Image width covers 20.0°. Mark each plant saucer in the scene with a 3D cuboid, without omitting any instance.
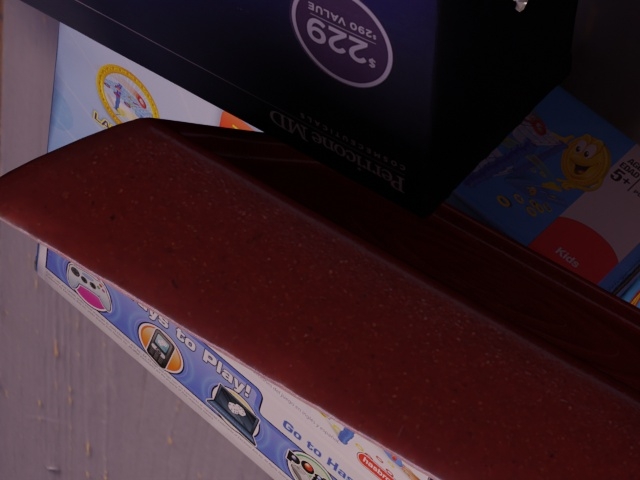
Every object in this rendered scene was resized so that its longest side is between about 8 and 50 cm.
[{"bbox_3d":[0.049,0.027,0.626,0.259,0.258,0.048,30,100,15],"label":"plant saucer"}]

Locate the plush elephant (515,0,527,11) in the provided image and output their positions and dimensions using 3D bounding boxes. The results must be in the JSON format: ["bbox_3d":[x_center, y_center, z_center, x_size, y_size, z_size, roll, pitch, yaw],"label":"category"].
[{"bbox_3d":[0.120,-0.222,0.290,0.272,0.330,0.255,26,159,-14],"label":"plush elephant"}]

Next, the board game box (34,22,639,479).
[{"bbox_3d":[0.000,0.000,0.904,0.308,0.086,0.302,39,145,16],"label":"board game box"}]

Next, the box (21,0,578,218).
[{"bbox_3d":[-0.040,-0.151,0.617,0.261,0.103,0.184,29,147,24],"label":"box"}]
